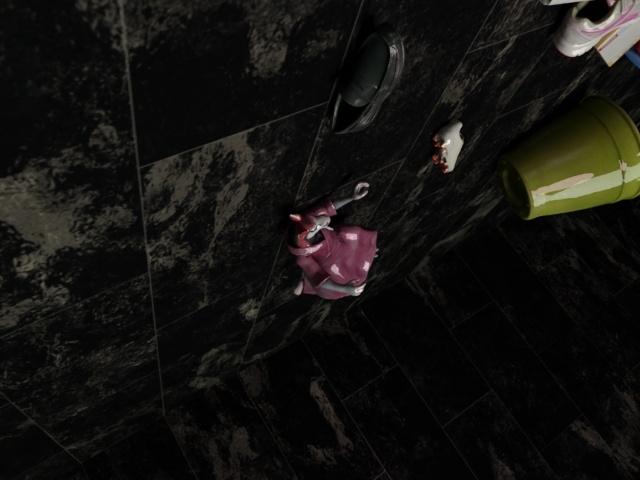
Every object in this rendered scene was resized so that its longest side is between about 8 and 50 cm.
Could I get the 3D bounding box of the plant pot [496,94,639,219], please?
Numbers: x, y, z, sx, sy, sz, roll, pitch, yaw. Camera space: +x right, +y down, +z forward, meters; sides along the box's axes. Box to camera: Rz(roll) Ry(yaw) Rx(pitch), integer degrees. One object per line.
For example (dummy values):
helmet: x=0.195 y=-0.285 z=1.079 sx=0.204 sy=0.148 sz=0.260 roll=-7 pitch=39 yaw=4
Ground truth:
plant pot: x=0.800 y=-0.239 z=1.796 sx=0.352 sy=0.367 sz=0.366 roll=-23 pitch=162 yaw=1

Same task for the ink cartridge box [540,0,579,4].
ink cartridge box: x=0.334 y=-0.429 z=0.640 sx=0.270 sy=0.198 sz=0.197 roll=-23 pitch=159 yaw=-35

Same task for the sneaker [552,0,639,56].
sneaker: x=0.616 y=-0.497 z=1.130 sx=0.252 sy=0.103 sz=0.111 roll=-37 pitch=164 yaw=6

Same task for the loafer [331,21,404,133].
loafer: x=0.068 y=-0.241 z=0.846 sx=0.078 sy=0.076 sz=0.223 roll=-35 pitch=168 yaw=-24

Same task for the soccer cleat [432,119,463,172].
soccer cleat: x=0.327 y=-0.232 z=1.361 sx=0.076 sy=0.068 sz=0.196 roll=-38 pitch=160 yaw=0

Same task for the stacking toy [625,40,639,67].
stacking toy: x=0.977 y=-0.614 z=1.454 sx=0.165 sy=0.175 sz=0.302 roll=-25 pitch=147 yaw=-12

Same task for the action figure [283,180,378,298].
action figure: x=0.000 y=0.000 z=1.287 sx=0.275 sy=0.248 sz=0.370 roll=4 pitch=164 yaw=28

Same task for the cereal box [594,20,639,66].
cereal box: x=0.791 y=-0.551 z=1.396 sx=0.173 sy=0.047 sz=0.240 roll=-45 pitch=159 yaw=28
